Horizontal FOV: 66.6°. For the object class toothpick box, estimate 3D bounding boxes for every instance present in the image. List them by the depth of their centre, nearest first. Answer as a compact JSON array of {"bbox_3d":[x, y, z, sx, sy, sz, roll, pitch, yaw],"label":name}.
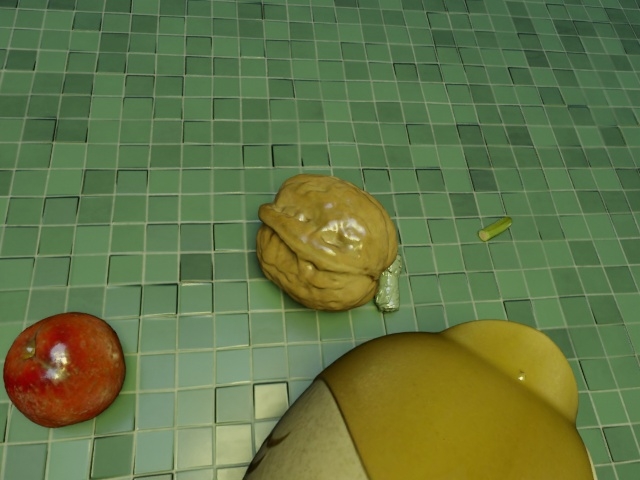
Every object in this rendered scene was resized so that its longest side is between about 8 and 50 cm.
[{"bbox_3d":[0.126,0.331,0.607,0.409,0.409,0.425,36,59,9],"label":"toothpick box"}]

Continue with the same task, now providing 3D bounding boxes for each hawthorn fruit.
[{"bbox_3d":[-0.377,0.190,0.726,0.173,0.173,0.172,4,64,-7],"label":"hawthorn fruit"}]

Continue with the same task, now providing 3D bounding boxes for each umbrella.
[{"bbox_3d":[0.126,0.066,0.926,0.067,0.062,0.143,16,67,-43],"label":"umbrella"}]

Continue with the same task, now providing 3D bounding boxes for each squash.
[{"bbox_3d":[0.373,-0.027,1.029,0.083,0.027,0.027,-25,71,-20],"label":"squash"}]

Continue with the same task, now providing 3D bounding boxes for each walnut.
[{"bbox_3d":[0.000,0.000,0.848,0.257,0.257,0.224,27,101,4],"label":"walnut"}]
